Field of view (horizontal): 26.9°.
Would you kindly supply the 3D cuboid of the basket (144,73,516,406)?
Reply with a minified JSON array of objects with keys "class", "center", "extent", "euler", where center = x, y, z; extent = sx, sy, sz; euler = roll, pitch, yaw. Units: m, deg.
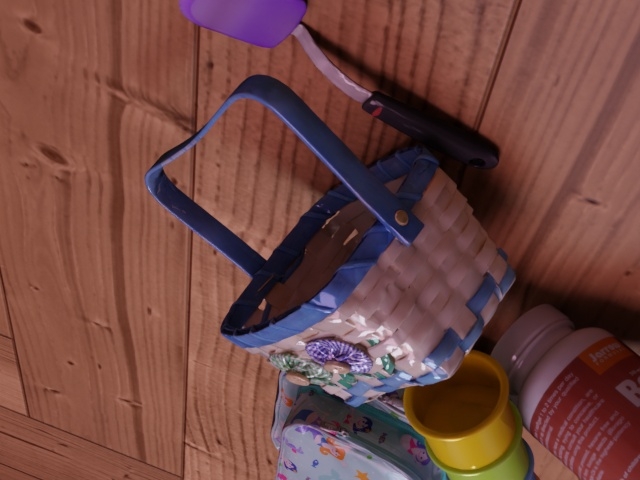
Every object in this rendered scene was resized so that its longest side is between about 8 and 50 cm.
[{"class":"basket","center":[0.000,0.000,1.132],"extent":[0.289,0.201,0.255],"euler":[45,152,-8]}]

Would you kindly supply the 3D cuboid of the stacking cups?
[{"class":"stacking cups","center":[0.161,0.233,1.260],"extent":[0.096,0.096,0.316],"euler":[6,141,27]}]

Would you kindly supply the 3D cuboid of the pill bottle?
[{"class":"pill bottle","center":[0.259,0.157,1.215],"extent":[0.216,0.121,0.121],"euler":[42,158,29]}]

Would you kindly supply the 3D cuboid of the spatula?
[{"class":"spatula","center":[0.021,-0.133,1.089],"extent":[0.296,0.030,0.084],"euler":[32,148,-13]}]

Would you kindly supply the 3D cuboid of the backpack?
[{"class":"backpack","center":[0.076,0.194,1.402],"extent":[0.253,0.191,0.225],"euler":[16,147,3]}]
